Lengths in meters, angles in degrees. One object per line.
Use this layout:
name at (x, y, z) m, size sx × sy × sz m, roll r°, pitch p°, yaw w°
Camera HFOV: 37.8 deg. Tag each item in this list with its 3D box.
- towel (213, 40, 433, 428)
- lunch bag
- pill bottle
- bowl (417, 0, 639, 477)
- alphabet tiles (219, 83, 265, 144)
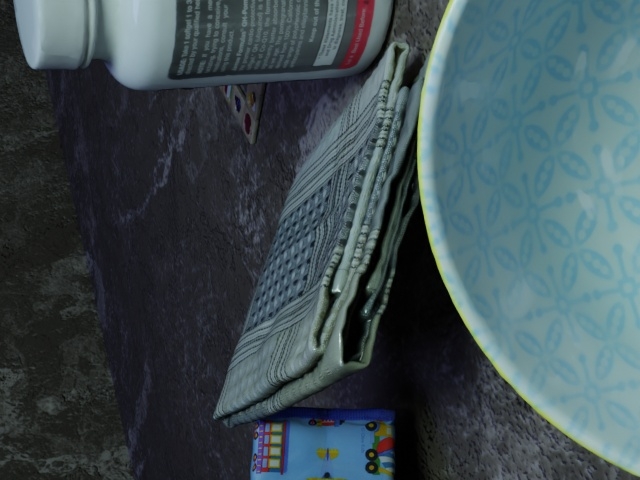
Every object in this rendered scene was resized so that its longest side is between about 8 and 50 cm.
towel at (0.000, 0.000, 0.834) m, size 0.324 × 0.056 × 0.312 m, roll -39°, pitch 27°, yaw 60°
lunch bag at (-0.002, 0.318, 0.968) m, size 0.293 × 0.138 × 0.221 m, roll 94°, pitch 179°, yaw -64°
pill bottle at (-0.108, -0.229, 0.856) m, size 0.176 × 0.318 × 0.176 m, roll 31°, pitch 125°, yaw 58°
bowl at (0.199, -0.047, 0.407) m, size 0.156 × 0.289 × 0.289 m, roll -37°, pitch -54°, yaw -68°
alphabet tiles at (-0.104, -0.277, 1.208) m, size 0.237 × 0.009 × 0.198 m, roll 106°, pitch 146°, yaw -42°
